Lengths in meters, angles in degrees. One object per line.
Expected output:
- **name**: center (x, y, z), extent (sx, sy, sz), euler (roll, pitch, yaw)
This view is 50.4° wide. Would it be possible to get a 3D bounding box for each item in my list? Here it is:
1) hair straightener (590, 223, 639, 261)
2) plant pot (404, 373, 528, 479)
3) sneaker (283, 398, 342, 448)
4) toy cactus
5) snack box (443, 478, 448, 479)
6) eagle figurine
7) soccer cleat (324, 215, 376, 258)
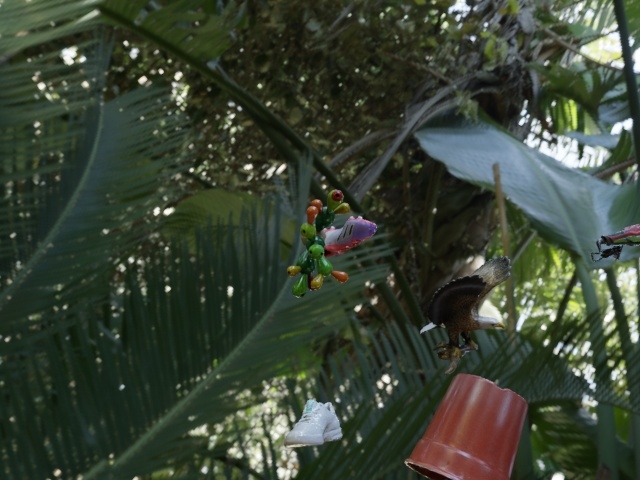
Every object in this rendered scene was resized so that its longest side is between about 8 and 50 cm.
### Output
- **hair straightener**: center (0.743, 0.017, 1.676), extent (0.047, 0.231, 0.088), euler (35, -51, 45)
- **plant pot**: center (0.391, 0.502, 1.736), extent (0.273, 0.265, 0.272), euler (24, -18, 9)
- **sneaker**: center (-0.021, 0.381, 1.423), extent (0.080, 0.094, 0.212), euler (-10, -12, 20)
- **toy cactus**: center (0.000, 0.000, 1.307), extent (0.112, 0.180, 0.218), euler (9, -78, -7)
- **snack box**: center (0.271, 0.763, 1.660), extent (0.187, 0.322, 0.060), euler (49, -40, 9)
- **eagle figurine**: center (0.404, 0.188, 1.881), extent (0.225, 0.226, 0.298), euler (-1, -70, -4)
- **soccer cleat**: center (0.069, 0.000, 1.876), extent (0.083, 0.095, 0.248), euler (27, -22, -26)
